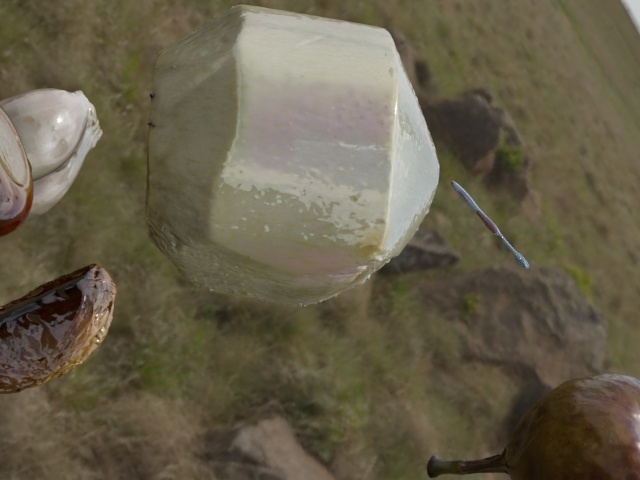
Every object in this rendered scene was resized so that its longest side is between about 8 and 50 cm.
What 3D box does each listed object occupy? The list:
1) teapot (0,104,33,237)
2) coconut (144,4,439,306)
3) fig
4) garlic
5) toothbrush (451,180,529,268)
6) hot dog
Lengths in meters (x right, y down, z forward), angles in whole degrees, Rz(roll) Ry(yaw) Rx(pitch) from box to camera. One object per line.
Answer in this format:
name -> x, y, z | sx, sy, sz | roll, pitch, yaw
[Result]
teapot -> -0.394, -0.081, 1.121 | 0.252, 0.135, 0.178 | 28, 46, -86
coconut -> -0.018, -0.061, 0.764 | 0.241, 0.241, 0.241 | 50, 22, -28
fig -> 0.252, 0.224, 1.130 | 0.190, 0.290, 0.191 | -20, 117, -46
garlic -> -0.554, -0.157, 1.678 | 0.231, 0.340, 0.246 | 78, 12, -65
toothbrush -> 0.277, -0.027, 1.683 | 0.193, 0.013, 0.019 | 51, 16, 17
hot dog -> -0.352, 0.112, 1.248 | 0.160, 0.227, 0.099 | -129, -162, -72
